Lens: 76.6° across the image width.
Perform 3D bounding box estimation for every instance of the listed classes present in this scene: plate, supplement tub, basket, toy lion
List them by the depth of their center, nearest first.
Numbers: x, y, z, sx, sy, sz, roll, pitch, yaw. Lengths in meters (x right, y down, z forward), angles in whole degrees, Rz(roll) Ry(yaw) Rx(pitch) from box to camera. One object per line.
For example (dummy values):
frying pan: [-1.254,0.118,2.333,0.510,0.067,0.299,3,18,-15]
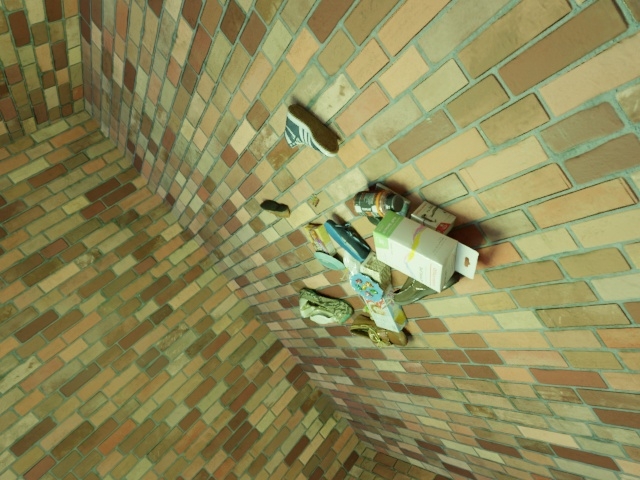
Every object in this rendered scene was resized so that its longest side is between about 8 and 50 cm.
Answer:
supplement tub: [0.226,-0.145,1.588,0.198,0.106,0.106,5,130,50]
basket: [0.266,0.159,1.924,0.103,0.113,0.167,21,141,32]
plate: [0.045,0.119,2.172,0.188,0.024,0.188,25,164,8]
toy lion: [0.293,0.391,2.241,0.100,0.034,0.096,44,143,7]

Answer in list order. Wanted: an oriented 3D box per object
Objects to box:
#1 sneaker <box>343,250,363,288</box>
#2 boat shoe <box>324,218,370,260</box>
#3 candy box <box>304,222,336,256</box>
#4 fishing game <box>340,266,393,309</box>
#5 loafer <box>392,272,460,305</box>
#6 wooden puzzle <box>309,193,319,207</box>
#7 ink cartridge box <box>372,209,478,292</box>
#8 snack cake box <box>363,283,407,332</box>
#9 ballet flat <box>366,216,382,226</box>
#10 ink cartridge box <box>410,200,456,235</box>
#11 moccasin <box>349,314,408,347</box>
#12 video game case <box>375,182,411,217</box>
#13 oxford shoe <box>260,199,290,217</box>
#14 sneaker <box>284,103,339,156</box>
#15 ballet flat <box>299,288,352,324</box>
sneaker: [0.189,0.127,2.030,0.115,0.090,0.232,-13,107,22]
boat shoe: [0.128,-0.012,1.931,0.258,0.089,0.109,46,163,-7]
candy box: [0.000,0.000,2.134,0.109,0.053,0.187,7,130,48]
fishing game: [0.214,0.232,1.922,0.264,0.041,0.189,37,149,7]
loafer: [0.434,0.176,1.738,0.366,0.134,0.130,-38,75,52]
wooden puzzle: [-0.029,-0.198,1.985,0.049,0.006,0.083,43,150,8]
ink cartridge box: [0.375,0.055,1.478,0.353,0.119,0.207,29,157,30]
snack cake box: [0.323,0.332,2.073,0.152,0.089,0.264,7,131,51]
ballet flat: [0.215,-0.121,1.740,0.173,0.049,0.057,44,147,-7]
ink cartridge box: [0.409,-0.073,1.482,0.135,0.099,0.056,32,146,24]
moccasin: [0.313,0.513,2.235,0.380,0.147,0.139,12,135,45]
video game case: [0.283,-0.144,1.642,0.157,0.019,0.143,35,147,22]
oxford shoe: [-0.254,-0.167,2.248,0.212,0.076,0.076,23,153,36]
sneaker: [-0.044,-0.411,1.662,0.282,0.099,0.153,48,146,14]
ballet flat: [-0.017,0.419,2.512,0.483,0.182,0.164,10,134,47]
